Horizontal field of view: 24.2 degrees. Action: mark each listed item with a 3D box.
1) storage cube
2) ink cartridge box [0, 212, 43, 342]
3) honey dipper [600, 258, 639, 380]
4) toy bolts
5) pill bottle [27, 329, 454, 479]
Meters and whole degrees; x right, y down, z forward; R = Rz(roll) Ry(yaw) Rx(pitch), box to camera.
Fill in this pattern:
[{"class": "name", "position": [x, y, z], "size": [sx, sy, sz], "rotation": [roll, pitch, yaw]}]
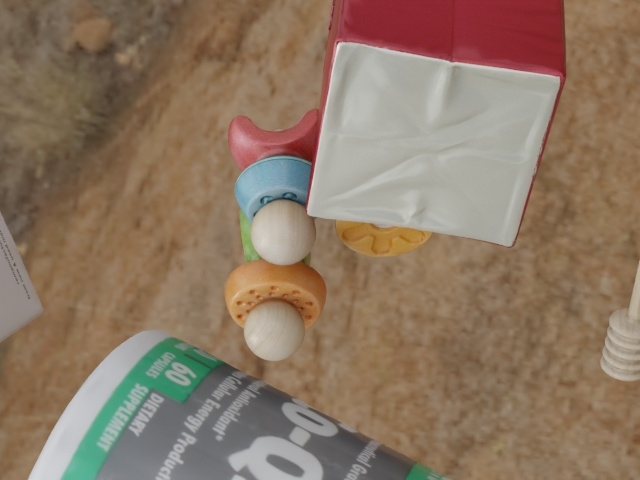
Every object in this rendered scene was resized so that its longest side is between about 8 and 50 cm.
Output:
[{"class": "storage cube", "position": [0.093, -0.136, 1.247], "size": [0.193, 0.183, 0.215], "rotation": [-83, 3, -47]}, {"class": "ink cartridge box", "position": [-0.508, 0.105, 1.511], "size": [0.285, 0.395, 0.166], "rotation": [-21, 98, 20]}, {"class": "honey dipper", "position": [0.195, 0.014, 0.893], "size": [0.030, 0.030, 0.161], "rotation": [42, 139, 43]}, {"class": "toy bolts", "position": [0.000, 0.000, 1.433], "size": [0.218, 0.228, 0.158], "rotation": [-9, 48, 7]}, {"class": "pill bottle", "position": [-0.002, 0.222, 0.951], "size": [0.361, 0.204, 0.204], "rotation": [26, 102, 9]}]
